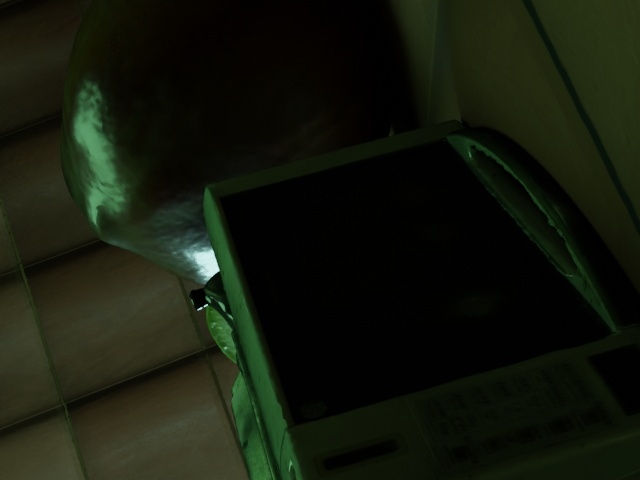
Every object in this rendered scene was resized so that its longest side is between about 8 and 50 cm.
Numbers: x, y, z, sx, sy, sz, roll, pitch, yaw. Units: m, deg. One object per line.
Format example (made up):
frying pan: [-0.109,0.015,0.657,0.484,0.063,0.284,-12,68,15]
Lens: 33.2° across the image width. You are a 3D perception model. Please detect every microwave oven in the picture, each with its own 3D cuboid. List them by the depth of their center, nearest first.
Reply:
microwave oven: [0.073,0.136,0.728,0.394,0.247,0.333,-116,6,-60]

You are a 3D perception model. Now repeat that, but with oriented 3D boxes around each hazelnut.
hazelnut: [-0.094,-0.143,1.080,0.366,0.365,0.366,159,90,-88]

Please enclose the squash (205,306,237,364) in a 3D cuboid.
squash: [0.000,0.000,1.290,0.309,0.233,0.210,-89,-18,-45]
